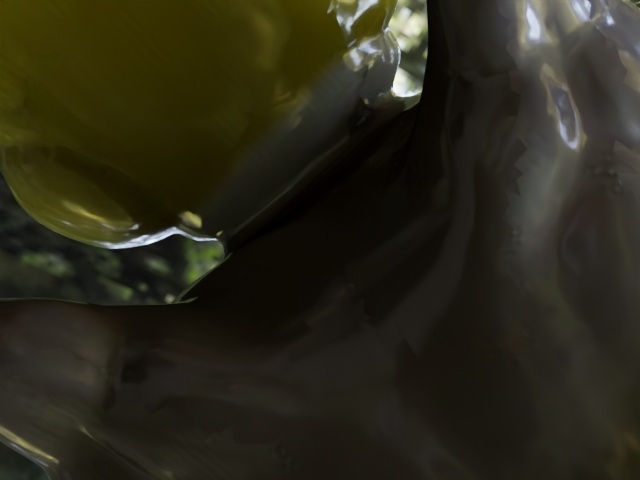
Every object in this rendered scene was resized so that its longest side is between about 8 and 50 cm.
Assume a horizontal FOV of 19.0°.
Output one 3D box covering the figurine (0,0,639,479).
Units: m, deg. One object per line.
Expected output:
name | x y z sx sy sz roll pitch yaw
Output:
figurine | 0.000 0.000 0.416 0.215 0.344 0.187 -46 175 17
